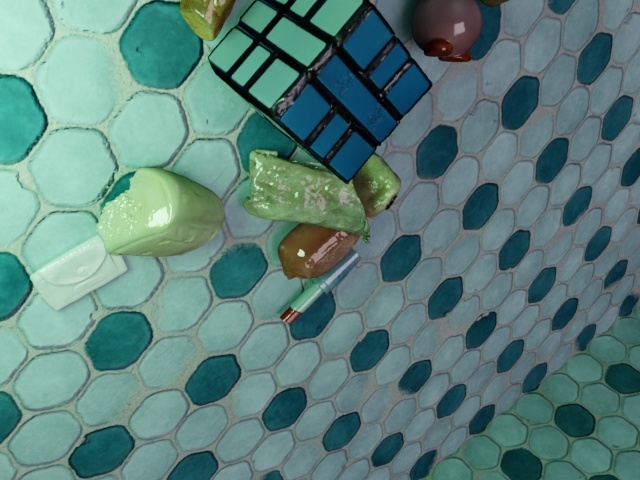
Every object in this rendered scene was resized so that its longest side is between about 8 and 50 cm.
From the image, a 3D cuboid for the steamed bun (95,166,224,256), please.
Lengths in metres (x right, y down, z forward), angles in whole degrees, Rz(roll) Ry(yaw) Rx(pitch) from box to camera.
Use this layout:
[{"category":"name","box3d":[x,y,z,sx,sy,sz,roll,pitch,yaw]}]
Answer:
[{"category":"steamed bun","box3d":[-0.323,-0.060,1.449,0.200,0.170,0.225,-27,162,21]}]

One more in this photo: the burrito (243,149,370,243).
[{"category":"burrito","box3d":[-0.013,-0.104,1.633,0.348,0.107,0.175,14,122,-16]}]

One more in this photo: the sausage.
[{"category":"sausage","box3d":[0.000,0.000,1.773,0.254,0.148,0.148,-39,138,-8]}]

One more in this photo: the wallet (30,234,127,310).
[{"category":"wallet","box3d":[-0.503,0.067,1.461,0.183,0.032,0.124,-33,138,-20]}]

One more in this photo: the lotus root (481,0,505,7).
[{"category":"lotus root","box3d":[0.428,-0.664,1.695,0.113,0.088,0.192,-29,134,-13]}]

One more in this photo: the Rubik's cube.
[{"category":"Rubik's cube","box3d":[-0.004,-0.337,1.401,0.283,0.293,0.288,-52,137,3]}]

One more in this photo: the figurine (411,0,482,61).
[{"category":"figurine","box3d":[0.296,-0.512,1.633,0.173,0.173,0.173,-22,132,-28]}]

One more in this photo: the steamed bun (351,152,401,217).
[{"category":"steamed bun","box3d":[0.135,-0.139,1.786,0.141,0.172,0.155,-46,158,11]}]

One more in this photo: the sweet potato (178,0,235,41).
[{"category":"sweet potato","box3d":[-0.185,-0.492,1.280,0.097,0.097,0.251,8,115,-44]}]

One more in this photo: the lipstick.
[{"category":"lipstick","box3d":[-0.004,0.126,1.913,0.274,0.061,0.068,-45,141,-6]}]
